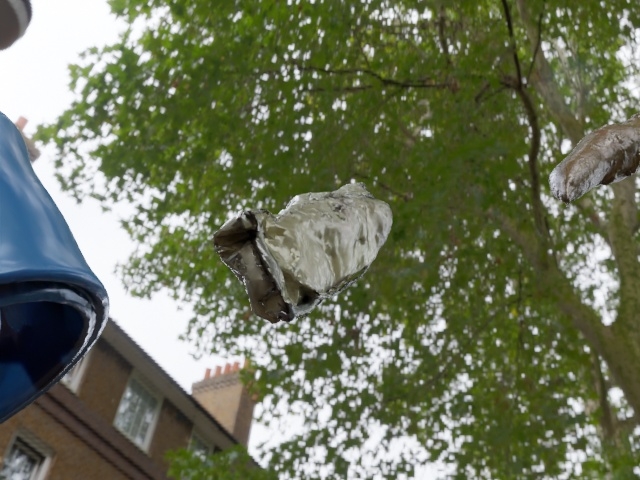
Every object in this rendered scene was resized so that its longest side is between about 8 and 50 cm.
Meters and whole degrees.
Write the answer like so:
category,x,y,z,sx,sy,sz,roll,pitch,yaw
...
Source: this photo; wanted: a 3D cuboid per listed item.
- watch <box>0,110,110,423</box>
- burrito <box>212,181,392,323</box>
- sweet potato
category,x,y,z,sx,sy,sz,roll,pitch,yaw
watch,-0.278,0.057,0.397,0.305,0.241,0.274,-32,-16,-2
burrito,-0.002,-0.001,0.475,0.063,0.229,0.058,25,-76,12
sweet potato,0.302,-0.087,0.806,0.067,0.274,0.067,22,-54,35
